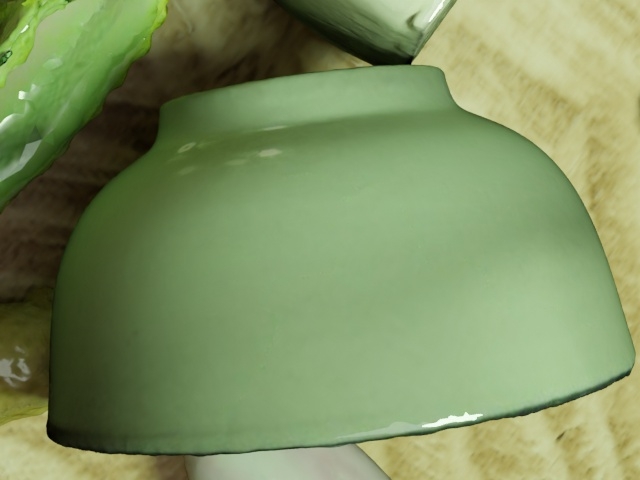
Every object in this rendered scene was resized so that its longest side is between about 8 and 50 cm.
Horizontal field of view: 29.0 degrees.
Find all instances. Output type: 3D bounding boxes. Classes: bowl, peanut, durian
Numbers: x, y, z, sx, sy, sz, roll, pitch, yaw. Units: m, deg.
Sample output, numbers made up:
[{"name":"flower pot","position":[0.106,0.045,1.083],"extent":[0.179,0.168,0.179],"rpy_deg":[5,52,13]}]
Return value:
[{"name":"bowl","position":[0.000,0.000,0.745],"extent":[0.353,0.354,0.185],"rpy_deg":[-8,92,-19]},{"name":"peanut","position":[-0.250,0.096,0.805],"extent":[0.214,0.099,0.100],"rpy_deg":[-25,116,-19]},{"name":"durian","position":[-0.201,-0.084,0.711],"extent":[0.157,0.169,0.355],"rpy_deg":[41,92,-26]}]

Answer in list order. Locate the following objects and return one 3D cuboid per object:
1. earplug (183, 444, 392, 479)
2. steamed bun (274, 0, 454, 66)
[{"name":"earplug","position":[0.010,0.228,0.921],"extent":[0.172,0.172,0.301],"rpy_deg":[-40,111,-4]},{"name":"steamed bun","position":[0.025,-0.200,0.729],"extent":[0.164,0.241,0.146],"rpy_deg":[37,92,0]}]
